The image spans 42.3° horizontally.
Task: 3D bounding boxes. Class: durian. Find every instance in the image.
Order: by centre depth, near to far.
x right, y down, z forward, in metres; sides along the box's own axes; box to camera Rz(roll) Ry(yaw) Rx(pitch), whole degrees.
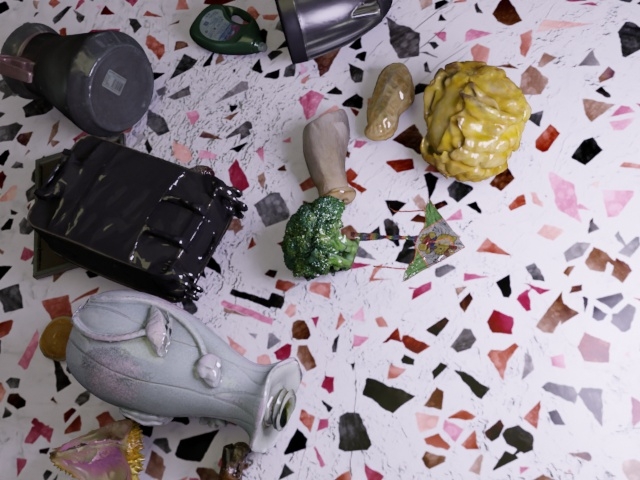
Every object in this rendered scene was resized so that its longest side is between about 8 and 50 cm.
[{"bbox_3d":[-0.422,0.415,1.618,0.182,0.132,0.165,-42,48,8],"label":"durian"}]

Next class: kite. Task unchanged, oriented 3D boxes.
[{"bbox_3d":[0.179,-0.007,1.704,0.244,0.006,0.198,7,67,21],"label":"kite"}]

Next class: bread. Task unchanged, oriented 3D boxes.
[{"bbox_3d":[-0.571,0.216,1.823,0.110,0.024,0.110,-7,63,14],"label":"bread"}]

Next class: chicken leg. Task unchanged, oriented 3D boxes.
[{"bbox_3d":[-0.171,0.481,1.542,0.125,0.080,0.196,-16,53,-2],"label":"chicken leg"}]

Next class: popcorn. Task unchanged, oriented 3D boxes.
[{"bbox_3d":[0.308,-0.238,1.658,0.250,0.190,0.250,-15,69,45],"label":"popcorn"}]

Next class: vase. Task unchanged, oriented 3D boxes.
[{"bbox_3d":[-0.260,0.249,1.591,0.445,0.250,0.250,18,71,18],"label":"vase"}]

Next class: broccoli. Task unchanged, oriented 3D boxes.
[{"bbox_3d":[0.000,0.000,1.674,0.156,0.195,0.195,23,73,5],"label":"broccoli"}]

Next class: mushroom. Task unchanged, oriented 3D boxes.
[{"bbox_3d":[0.015,-0.182,1.794,0.096,0.108,0.247,-37,47,43],"label":"mushroom"}]

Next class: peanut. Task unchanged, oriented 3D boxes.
[{"bbox_3d":[0.152,-0.301,1.816,0.093,0.083,0.194,21,74,-11],"label":"peanut"}]

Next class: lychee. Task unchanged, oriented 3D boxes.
[{"bbox_3d":[-0.274,-0.138,1.883,0.083,0.068,0.067,8,26,25],"label":"lychee"}]

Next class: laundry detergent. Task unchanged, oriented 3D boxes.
[{"bbox_3d":[-0.214,-0.517,2.050,0.210,0.063,0.137,25,68,26],"label":"laundry detergent"}]

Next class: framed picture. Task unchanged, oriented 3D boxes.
[{"bbox_3d":[-0.572,-0.088,1.975,0.247,0.022,0.335,-16,61,9],"label":"framed picture"}]

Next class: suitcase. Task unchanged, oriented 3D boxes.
[{"bbox_3d":[-0.395,-0.051,1.786,0.433,0.194,0.283,20,67,16],"label":"suitcase"}]

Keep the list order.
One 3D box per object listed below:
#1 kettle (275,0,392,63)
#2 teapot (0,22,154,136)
[{"bbox_3d":[0.037,-0.543,1.932,0.271,0.251,0.207,-15,91,1],"label":"kettle"},{"bbox_3d":[-0.612,-0.401,2.003,0.344,0.300,0.253,20,107,32],"label":"teapot"}]
